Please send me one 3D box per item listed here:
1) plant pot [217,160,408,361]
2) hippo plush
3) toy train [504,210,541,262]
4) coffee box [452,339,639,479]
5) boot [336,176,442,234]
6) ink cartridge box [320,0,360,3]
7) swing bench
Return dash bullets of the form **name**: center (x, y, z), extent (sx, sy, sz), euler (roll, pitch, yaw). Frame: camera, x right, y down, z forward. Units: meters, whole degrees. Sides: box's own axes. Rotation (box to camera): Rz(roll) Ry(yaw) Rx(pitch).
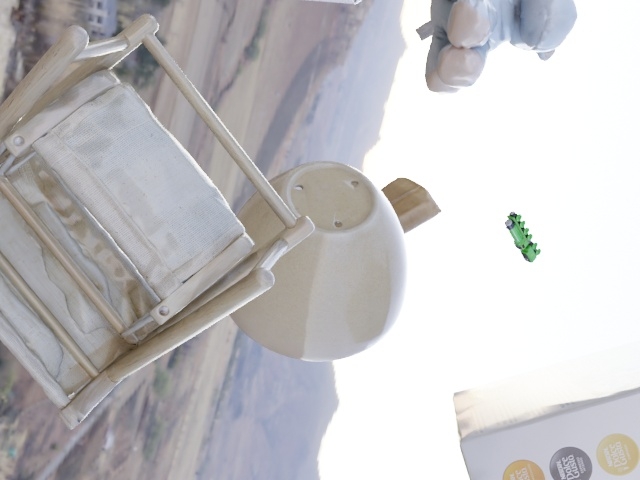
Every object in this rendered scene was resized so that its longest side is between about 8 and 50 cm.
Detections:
- **plant pot**: center (0.000, 0.000, 1.187), extent (0.191, 0.284, 0.284), euler (102, 1, -52)
- **hippo plush**: center (0.315, -0.364, 1.489), extent (0.294, 0.236, 0.235), euler (-137, -127, -79)
- **toy train**: center (0.239, -0.003, 1.003), extent (0.024, 0.083, 0.017), euler (-48, -141, -10)
- **coffee box**: center (0.387, 0.354, 1.167), extent (0.338, 0.334, 0.338), euler (0, 73, -83)
- **boot**: center (0.115, -0.005, 1.528), extent (0.269, 0.236, 0.089), euler (-30, 135, -25)
- **ink cartridge box**: center (0.018, -0.380, 1.052), extent (0.237, 0.171, 0.100), euler (-46, 140, -47)
- **swing bench**: center (-0.190, -0.019, 0.751), extent (0.254, 0.253, 0.165), euler (-35, -173, 20)
